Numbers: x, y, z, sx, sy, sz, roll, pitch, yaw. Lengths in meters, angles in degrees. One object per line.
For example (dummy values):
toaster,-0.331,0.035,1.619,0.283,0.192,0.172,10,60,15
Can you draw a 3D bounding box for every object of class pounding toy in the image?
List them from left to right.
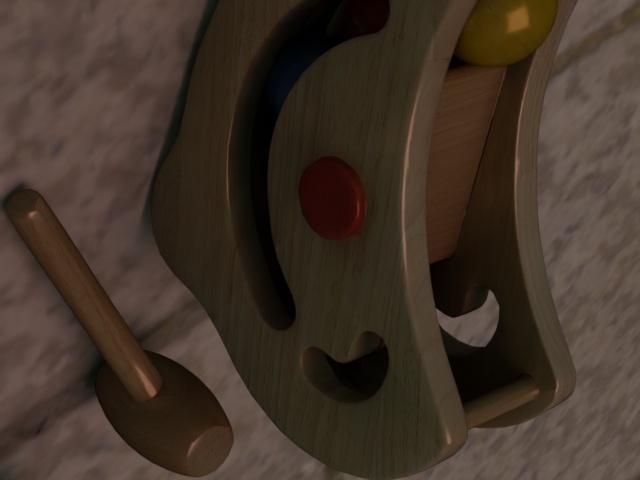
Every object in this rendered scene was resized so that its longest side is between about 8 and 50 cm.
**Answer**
pounding toy,0.000,0.000,0.675,0.155,0.154,0.269,-18,138,-45
